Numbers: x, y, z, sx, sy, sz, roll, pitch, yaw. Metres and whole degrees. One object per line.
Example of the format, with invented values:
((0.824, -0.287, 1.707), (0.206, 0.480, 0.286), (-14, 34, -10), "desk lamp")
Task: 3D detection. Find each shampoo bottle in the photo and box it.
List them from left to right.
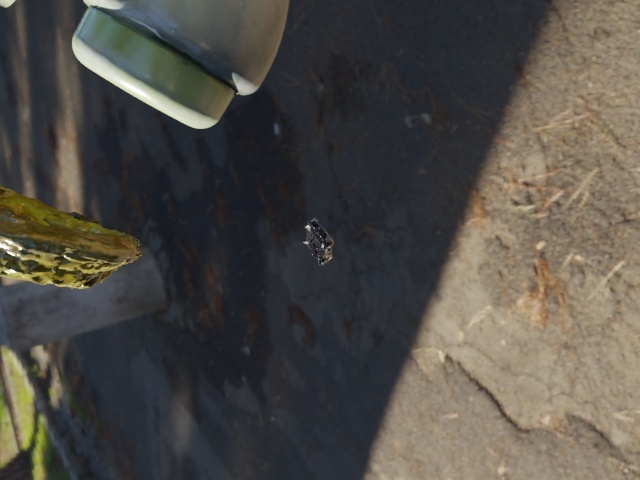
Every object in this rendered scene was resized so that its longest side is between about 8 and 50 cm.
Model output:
((-0.216, -0.364, 1.448), (0.322, 0.323, 0.317), (31, 94, 54), "shampoo bottle")

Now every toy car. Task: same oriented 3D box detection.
((0.000, 0.000, 1.114), (0.041, 0.025, 0.093), (53, 164, 14), "toy car")

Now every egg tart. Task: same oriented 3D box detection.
((-0.376, 0.000, 1.224), (0.279, 0.279, 0.094), (24, 97, 57), "egg tart")

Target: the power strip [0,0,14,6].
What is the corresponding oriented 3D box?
((-0.381, -0.378, 1.175), (0.075, 0.042, 0.175), (11, 74, 61), "power strip")
